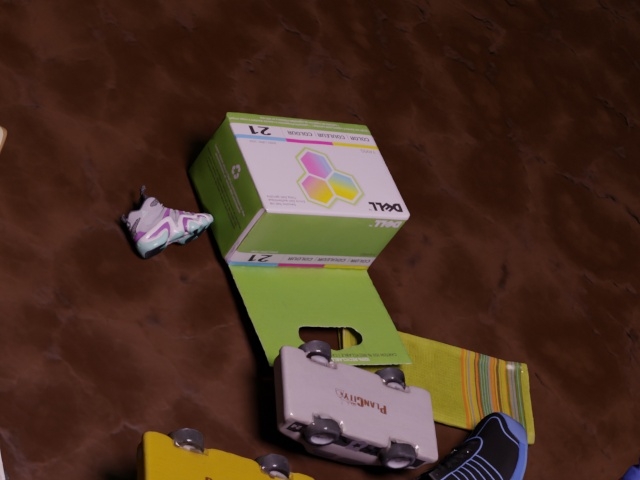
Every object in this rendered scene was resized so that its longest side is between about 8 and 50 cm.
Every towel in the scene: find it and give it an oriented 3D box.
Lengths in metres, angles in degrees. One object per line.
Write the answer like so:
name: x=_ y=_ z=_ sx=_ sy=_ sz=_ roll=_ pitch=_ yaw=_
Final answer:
towel: x=0.125 y=0.148 z=1.880 sx=0.237 sy=0.021 sz=0.102 roll=17 pitch=47 yaw=-27

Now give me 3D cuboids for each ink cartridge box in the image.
ink cartridge box: x=0.000 y=0.000 z=1.829 sx=0.189 sy=0.097 sz=0.255 roll=2 pitch=49 yaw=-36

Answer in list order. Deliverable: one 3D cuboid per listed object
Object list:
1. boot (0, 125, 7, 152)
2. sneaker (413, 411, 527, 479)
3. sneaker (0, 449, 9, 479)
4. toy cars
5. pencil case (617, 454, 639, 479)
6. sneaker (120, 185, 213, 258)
boot: x=-0.408 y=-0.062 z=1.578 sx=0.203 sy=0.095 sz=0.262 roll=32 pitch=41 yaw=-14
sneaker: x=0.137 y=0.244 z=1.764 sx=0.090 sy=0.081 sz=0.232 roll=40 pitch=42 yaw=-15
sneaker: x=-0.328 y=0.206 z=1.424 sx=0.147 sy=0.130 sz=0.330 roll=0 pitch=53 yaw=-21
toy cars: x=-0.038 y=0.206 z=1.662 sx=0.176 sy=0.087 sz=0.393 roll=55 pitch=39 yaw=5
pencil case: x=0.264 y=0.302 z=1.654 sx=0.119 sy=0.306 sz=0.133 roll=32 pitch=31 yaw=-14
sneaker: x=-0.157 y=-0.028 z=1.789 sx=0.098 sy=0.038 sz=0.069 roll=-22 pitch=73 yaw=-46
